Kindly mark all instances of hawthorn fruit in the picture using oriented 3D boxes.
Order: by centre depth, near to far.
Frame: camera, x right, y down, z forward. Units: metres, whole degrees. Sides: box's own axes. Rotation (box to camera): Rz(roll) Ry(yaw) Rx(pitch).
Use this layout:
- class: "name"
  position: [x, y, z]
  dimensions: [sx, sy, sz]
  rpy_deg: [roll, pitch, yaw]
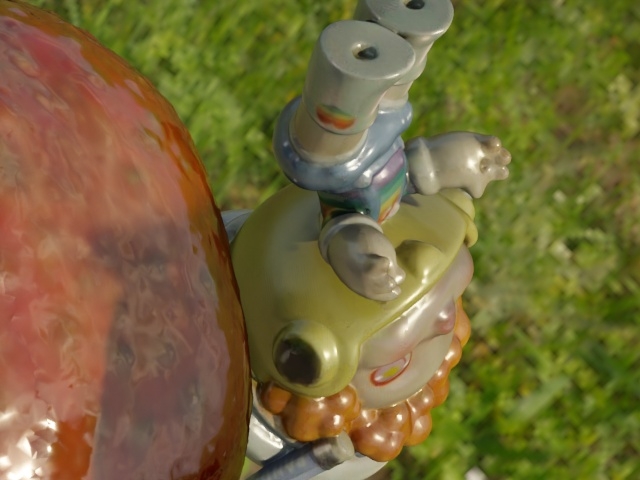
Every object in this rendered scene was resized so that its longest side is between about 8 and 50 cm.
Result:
- class: "hawthorn fruit"
  position: [-0.205, 0.079, 0.959]
  dimensions: [0.403, 0.403, 0.402]
  rpy_deg: [20, 46, -22]

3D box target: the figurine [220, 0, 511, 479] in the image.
- class: "figurine"
  position: [0.016, -0.020, 1.284]
  dimensions: [0.205, 0.381, 0.224]
  rpy_deg: [27, 37, 16]
